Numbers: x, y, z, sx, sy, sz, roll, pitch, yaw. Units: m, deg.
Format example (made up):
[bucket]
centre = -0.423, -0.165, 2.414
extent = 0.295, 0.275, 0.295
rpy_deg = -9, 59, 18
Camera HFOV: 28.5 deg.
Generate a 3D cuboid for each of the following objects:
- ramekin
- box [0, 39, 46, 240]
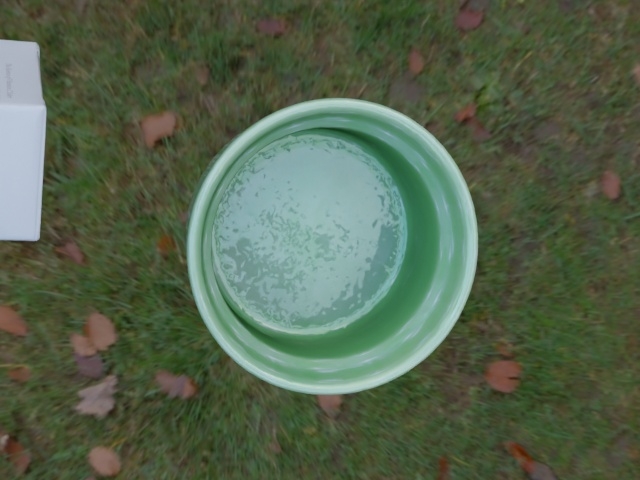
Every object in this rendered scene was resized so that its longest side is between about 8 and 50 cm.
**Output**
[ramekin]
centre = 0.000, 0.000, 1.334
extent = 0.303, 0.148, 0.303
rpy_deg = -2, 98, -13
[box]
centre = -0.262, -0.068, 0.788
extent = 0.170, 0.130, 0.091
rpy_deg = 2, 115, -16
